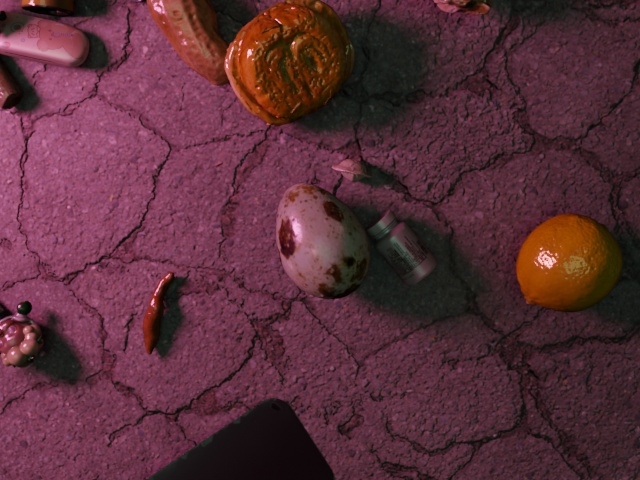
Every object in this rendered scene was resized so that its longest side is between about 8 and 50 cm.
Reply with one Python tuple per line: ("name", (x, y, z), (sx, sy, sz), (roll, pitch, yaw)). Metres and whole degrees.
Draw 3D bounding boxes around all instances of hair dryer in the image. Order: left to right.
("hair dryer", (-0.598, -0.498, 1.231), (0.279, 0.090, 0.135), (4, 99, 7))

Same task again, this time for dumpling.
("dumpling", (0.063, -0.134, 1.271), (0.077, 0.059, 0.043), (37, 108, 0))

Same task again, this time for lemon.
("lemon", (0.459, 0.046, 1.228), (0.178, 0.178, 0.203), (42, 96, -4))

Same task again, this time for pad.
("pad", (-0.164, 0.540, 1.395), (0.375, 0.063, 0.315), (-32, 95, -5))

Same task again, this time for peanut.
("peanut", (-0.234, -0.391, 1.224), (0.108, 0.095, 0.226), (-34, 98, -5))

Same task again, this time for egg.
("egg", (0.000, 0.000, 1.238), (0.169, 0.169, 0.231), (-24, 90, 5))

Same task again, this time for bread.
("bread", (-0.053, -0.327, 1.201), (0.236, 0.120, 0.198), (-36, 116, -2))

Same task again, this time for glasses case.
("glasses case", (-0.544, -0.381, 1.247), (0.204, 0.051, 0.081), (9, 78, -6))

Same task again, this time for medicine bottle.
("medicine bottle", (0.155, 0.013, 1.279), (0.079, 0.079, 0.140), (-40, 95, 7))

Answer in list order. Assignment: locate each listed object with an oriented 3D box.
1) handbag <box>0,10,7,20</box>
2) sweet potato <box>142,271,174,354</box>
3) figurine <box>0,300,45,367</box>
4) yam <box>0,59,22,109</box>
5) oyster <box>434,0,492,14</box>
("handbag", (-0.628, -0.422, 1.198), (0.111, 0.047, 0.072), (36, 105, 17))
("sweet potato", (-0.333, 0.146, 1.332), (0.044, 0.044, 0.179), (14, 98, 0))
("figurine", (-0.638, 0.174, 1.319), (0.197, 0.093, 0.147), (40, 87, -3))
("yam", (-0.627, -0.321, 1.268), (0.054, 0.054, 0.132), (-31, 95, 6))
("oyster", (0.163, -0.513, 1.191), (0.341, 0.110, 0.166), (28, 93, 0))
